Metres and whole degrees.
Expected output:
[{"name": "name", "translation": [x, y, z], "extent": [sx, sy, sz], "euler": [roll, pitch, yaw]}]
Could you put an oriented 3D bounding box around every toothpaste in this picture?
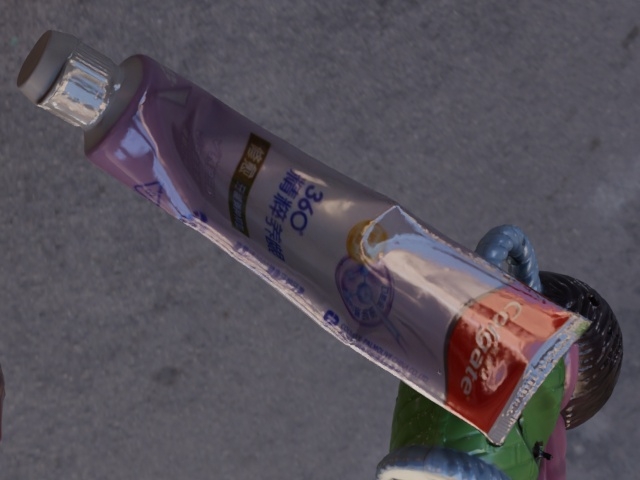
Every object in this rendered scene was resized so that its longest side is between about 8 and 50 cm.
[{"name": "toothpaste", "translation": [0.000, 0.000, 0.542], "extent": [0.301, 0.048, 0.075], "euler": [32, 73, -27]}]

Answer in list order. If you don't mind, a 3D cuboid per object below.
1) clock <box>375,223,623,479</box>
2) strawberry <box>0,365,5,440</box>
[{"name": "clock", "translation": [0.115, 0.094, 0.732], "extent": [0.100, 0.195, 0.194], "euler": [5, 145, 28]}, {"name": "strawberry", "translation": [-0.329, 0.113, 0.599], "extent": [0.351, 0.267, 0.312], "euler": [-14, 147, -26]}]
